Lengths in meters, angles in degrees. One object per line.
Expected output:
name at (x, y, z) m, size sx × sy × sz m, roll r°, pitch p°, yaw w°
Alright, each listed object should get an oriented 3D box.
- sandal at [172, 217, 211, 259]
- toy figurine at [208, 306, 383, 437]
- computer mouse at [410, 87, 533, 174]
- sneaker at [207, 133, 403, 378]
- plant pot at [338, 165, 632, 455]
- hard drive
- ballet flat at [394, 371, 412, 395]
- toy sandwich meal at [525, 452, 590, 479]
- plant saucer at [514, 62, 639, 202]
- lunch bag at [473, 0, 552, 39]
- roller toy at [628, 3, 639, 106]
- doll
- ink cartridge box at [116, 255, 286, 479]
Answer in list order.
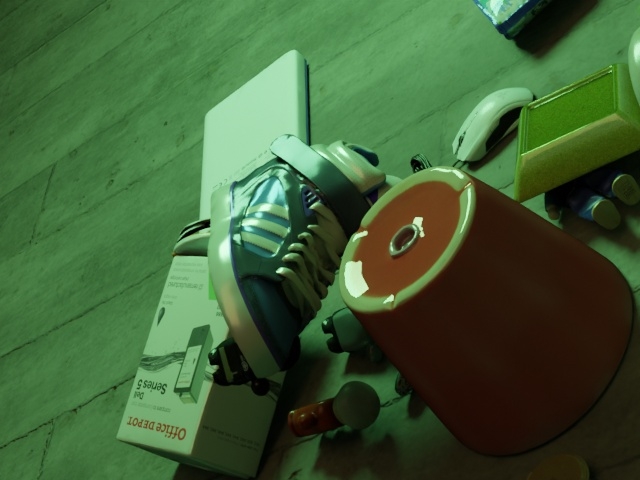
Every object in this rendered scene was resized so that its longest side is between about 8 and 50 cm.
sandal at (-0.163, 0.009, 2.309) m, size 0.265 × 0.102 × 0.076 m, roll 115°, pitch 160°, yaw -73°
toy figurine at (-0.008, 0.122, 1.979) m, size 0.148 × 0.213 × 0.209 m, roll -25°, pitch 34°, yaw 51°
computer mouse at (0.204, -0.144, 2.153) m, size 0.193 × 0.042 × 0.106 m, roll -45°, pitch 30°, yaw 9°
sneaker at (0.000, 0.000, 1.846) m, size 0.236 × 0.130 × 0.323 m, roll -21°, pitch 37°, yaw 8°
plant pot at (0.169, 0.063, 1.779) m, size 0.275 × 0.243 × 0.275 m, roll -34°, pitch 34°, yaw 27°
hard drive at (-0.106, -0.149, 2.571) m, size 0.210 × 0.040 × 0.319 m, roll -34°, pitch 34°, yaw 25°
ballet flat at (0.126, 0.140, 1.955) m, size 0.041 × 0.041 × 0.114 m, roll -6°, pitch 53°, yaw 50°
toy sandwich meal at (0.249, 0.261, 1.671) m, size 0.085 × 0.029 × 0.085 m, roll -29°, pitch 36°, yaw 24°
plant saucer at (0.312, -0.143, 1.944) m, size 0.188 × 0.045 × 0.188 m, roll -25°, pitch 25°, yaw 23°
lunch bag at (0.280, -0.355, 2.232) m, size 0.129 × 0.096 × 0.151 m, roll -44°, pitch 21°, yaw 11°
roller toy at (0.442, -0.175, 1.731) m, size 0.146 × 0.209 × 0.191 m, roll -27°, pitch 51°, yaw 34°
doll at (0.320, -0.075, 1.923) m, size 0.129 × 0.046 × 0.189 m, roll -50°, pitch 24°, yaw 2°
ink cartridge box at (-0.145, 0.167, 2.149) m, size 0.198 × 0.115 × 0.273 m, roll 1°, pitch 71°, yaw 54°
